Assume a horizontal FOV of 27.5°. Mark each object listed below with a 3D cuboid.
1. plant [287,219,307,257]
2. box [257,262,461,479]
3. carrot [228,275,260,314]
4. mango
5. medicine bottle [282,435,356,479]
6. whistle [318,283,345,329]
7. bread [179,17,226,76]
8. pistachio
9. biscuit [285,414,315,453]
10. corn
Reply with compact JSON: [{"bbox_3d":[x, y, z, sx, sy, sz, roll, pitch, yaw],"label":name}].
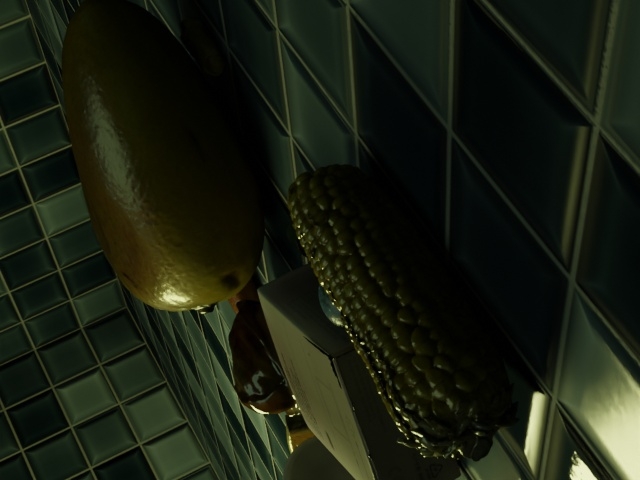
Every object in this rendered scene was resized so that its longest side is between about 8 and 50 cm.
[{"bbox_3d":[0.000,0.000,1.444,0.102,0.051,0.051,29,142,61],"label":"plant"},{"bbox_3d":[0.037,0.156,1.460,0.251,0.106,0.203,33,147,64],"label":"box"},{"bbox_3d":[-0.102,0.114,2.029,0.210,0.061,0.061,63,167,-5],"label":"carrot"},{"bbox_3d":[-0.209,-0.110,1.693,0.301,0.220,0.445,-128,21,-62],"label":"mango"},{"bbox_3d":[0.017,0.378,1.861,0.139,0.139,0.237,58,166,27],"label":"medicine bottle"},{"bbox_3d":[0.031,0.037,1.322,0.158,0.090,0.090,57,164,30],"label":"whistle"},{"bbox_3d":[-0.146,-0.238,1.615,0.088,0.033,0.049,58,171,27],"label":"bread"},{"bbox_3d":[-0.069,0.163,1.832,0.165,0.130,0.210,62,-177,-45],"label":"pistachio"},{"bbox_3d":[-0.018,0.357,2.139,0.056,0.052,0.188,-106,1,-53],"label":"biscuit"},{"bbox_3d":[0.071,0.057,1.163,0.115,0.115,0.318,89,156,-59],"label":"corn"}]
